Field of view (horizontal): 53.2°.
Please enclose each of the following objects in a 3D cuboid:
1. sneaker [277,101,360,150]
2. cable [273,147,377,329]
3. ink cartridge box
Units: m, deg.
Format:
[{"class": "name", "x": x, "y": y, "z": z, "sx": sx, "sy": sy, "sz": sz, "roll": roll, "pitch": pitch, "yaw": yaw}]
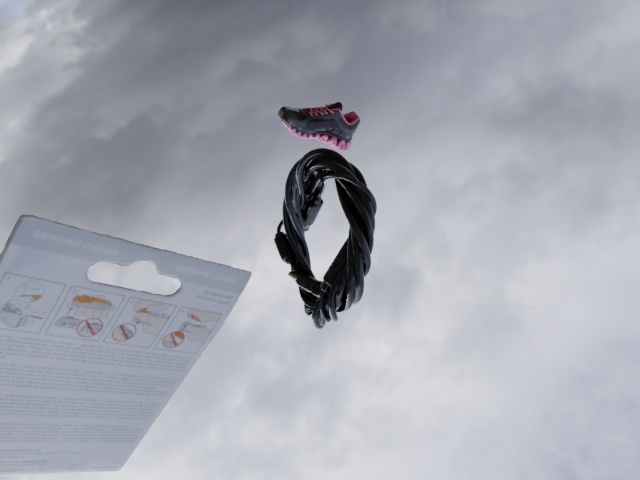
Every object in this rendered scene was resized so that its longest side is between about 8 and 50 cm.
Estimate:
[{"class": "sneaker", "x": 0.001, "y": -0.154, "z": 0.803, "sx": 0.057, "sy": 0.119, "sz": 0.047, "roll": -55, "pitch": -135, "yaw": 29}, {"class": "cable", "x": 0.000, "y": 0.000, "z": 0.603, "sx": 0.047, "sy": 0.184, "sz": 0.151, "roll": -2, "pitch": -113, "yaw": -24}, {"class": "ink cartridge box", "x": -0.311, "y": 0.136, "z": 0.799, "sx": 0.385, "sy": 0.308, "sz": 0.091, "roll": -55, "pitch": -133, "yaw": 16}]
